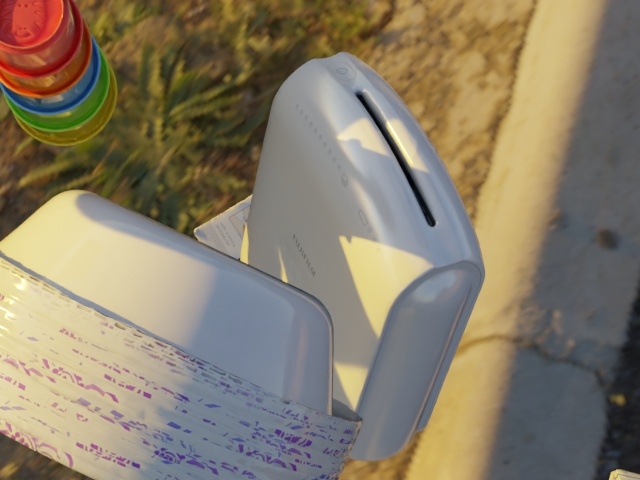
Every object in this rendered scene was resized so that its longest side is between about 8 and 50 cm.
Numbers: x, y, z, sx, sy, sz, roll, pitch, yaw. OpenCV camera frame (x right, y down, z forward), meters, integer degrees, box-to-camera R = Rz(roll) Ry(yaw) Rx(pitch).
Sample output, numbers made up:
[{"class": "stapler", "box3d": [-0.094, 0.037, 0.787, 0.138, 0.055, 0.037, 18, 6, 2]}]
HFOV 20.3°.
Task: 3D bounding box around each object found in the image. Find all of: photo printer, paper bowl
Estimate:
[{"class": "photo printer", "box3d": [0.031, 0.010, 1.543, 0.107, 0.307, 0.256, -15, 58, -22]}, {"class": "paper bowl", "box3d": [-0.106, 0.068, 1.140, 0.284, 0.284, 0.148, 25, 89, -12]}]

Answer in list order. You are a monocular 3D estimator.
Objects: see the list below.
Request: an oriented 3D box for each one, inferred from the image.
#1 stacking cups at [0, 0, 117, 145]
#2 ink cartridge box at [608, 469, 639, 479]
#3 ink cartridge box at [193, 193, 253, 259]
[{"class": "stacking cups", "box3d": [-0.214, -0.137, 1.390, 0.096, 0.316, 0.096, 0, 87, -3]}, {"class": "ink cartridge box", "box3d": [0.383, 0.388, 2.064, 0.153, 0.087, 0.208, 15, 97, 1]}, {"class": "ink cartridge box", "box3d": [0.000, 0.000, 1.964, 0.224, 0.056, 0.181, -30, 104, 3]}]
